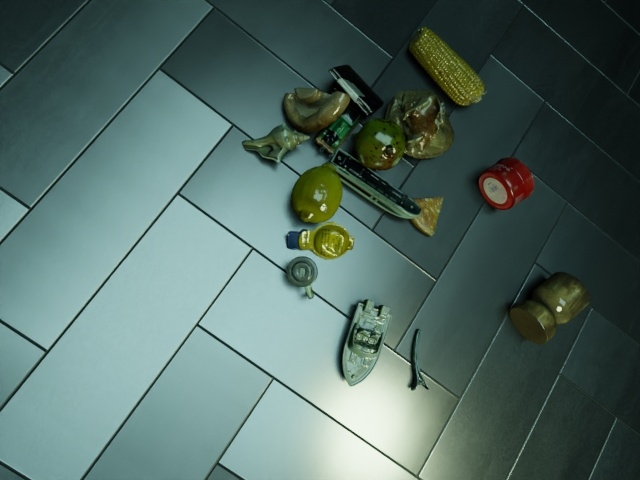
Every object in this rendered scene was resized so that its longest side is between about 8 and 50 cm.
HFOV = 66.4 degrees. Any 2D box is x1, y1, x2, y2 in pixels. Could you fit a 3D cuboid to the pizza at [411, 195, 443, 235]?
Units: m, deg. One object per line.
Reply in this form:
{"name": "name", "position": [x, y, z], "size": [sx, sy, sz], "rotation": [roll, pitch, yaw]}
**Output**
{"name": "pizza", "position": [0.423, -0.130, 1.971], "size": [0.185, 0.036, 0.176], "rotation": [41, 73, -4]}

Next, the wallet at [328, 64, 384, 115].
{"name": "wallet", "position": [0.140, -0.576, 1.863], "size": [0.071, 0.262, 0.221], "rotation": [-38, 95, 25]}

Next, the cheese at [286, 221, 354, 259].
{"name": "cheese", "position": [0.000, 0.000, 1.814], "size": [0.250, 0.064, 0.156], "rotation": [3, 116, -5]}

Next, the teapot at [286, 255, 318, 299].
{"name": "teapot", "position": [-0.050, 0.124, 1.770], "size": [0.149, 0.108, 0.111], "rotation": [44, 92, 3]}

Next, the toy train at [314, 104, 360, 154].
{"name": "toy train", "position": [0.070, -0.428, 1.868], "size": [0.091, 0.136, 0.227], "rotation": [41, 73, -6]}

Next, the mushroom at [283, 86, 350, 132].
{"name": "mushroom", "position": [-0.023, -0.476, 1.812], "size": [0.156, 0.286, 0.151], "rotation": [13, 89, -55]}

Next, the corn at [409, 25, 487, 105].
{"name": "corn", "position": [0.521, -0.713, 2.027], "size": [0.387, 0.144, 0.144], "rotation": [42, 74, -3]}

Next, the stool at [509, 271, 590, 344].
{"name": "stool", "position": [0.924, 0.269, 1.972], "size": [0.264, 0.179, 0.179], "rotation": [-33, 92, -17]}

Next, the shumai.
{"name": "shumai", "position": [0.430, -0.451, 1.886], "size": [0.314, 0.262, 0.267], "rotation": [32, 89, -19]}

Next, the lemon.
{"name": "lemon", "position": [-0.009, -0.172, 1.790], "size": [0.184, 0.184, 0.248], "rotation": [28, 73, -10]}

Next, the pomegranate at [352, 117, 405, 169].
{"name": "pomegranate", "position": [0.199, -0.362, 1.839], "size": [0.198, 0.246, 0.198], "rotation": [-22, 119, -48]}

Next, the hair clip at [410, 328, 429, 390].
{"name": "hair clip", "position": [0.373, 0.455, 1.874], "size": [0.070, 0.039, 0.229], "rotation": [0, 81, -13]}

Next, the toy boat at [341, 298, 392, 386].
{"name": "toy boat", "position": [0.159, 0.382, 1.800], "size": [0.141, 0.092, 0.319], "rotation": [21, 78, -9]}

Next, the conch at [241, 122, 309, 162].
{"name": "conch", "position": [-0.154, -0.353, 1.822], "size": [0.234, 0.114, 0.137], "rotation": [-27, 78, 18]}

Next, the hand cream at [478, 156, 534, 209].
{"name": "hand cream", "position": [0.753, -0.229, 1.992], "size": [0.125, 0.193, 0.193], "rotation": [-33, 92, -18]}

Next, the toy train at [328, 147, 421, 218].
{"name": "toy train", "position": [0.205, -0.198, 1.892], "size": [0.407, 0.088, 0.086], "rotation": [33, 56, -8]}
